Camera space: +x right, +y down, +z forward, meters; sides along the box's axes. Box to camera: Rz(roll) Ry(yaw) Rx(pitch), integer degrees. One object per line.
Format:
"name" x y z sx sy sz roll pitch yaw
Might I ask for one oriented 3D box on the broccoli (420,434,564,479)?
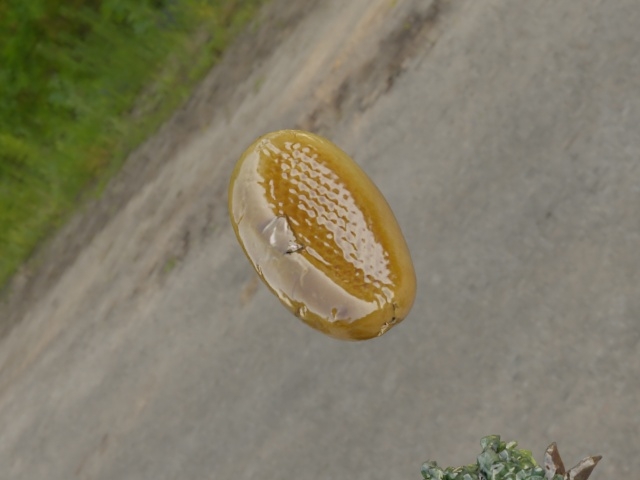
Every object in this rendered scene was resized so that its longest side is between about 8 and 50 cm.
"broccoli" 0.132 0.300 1.108 0.263 0.247 0.243 -62 -1 2

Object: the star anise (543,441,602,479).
"star anise" 0.272 0.295 1.448 0.141 0.042 0.141 -4 83 34

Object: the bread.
"bread" 0.000 0.000 0.955 0.189 0.114 0.077 60 151 23
